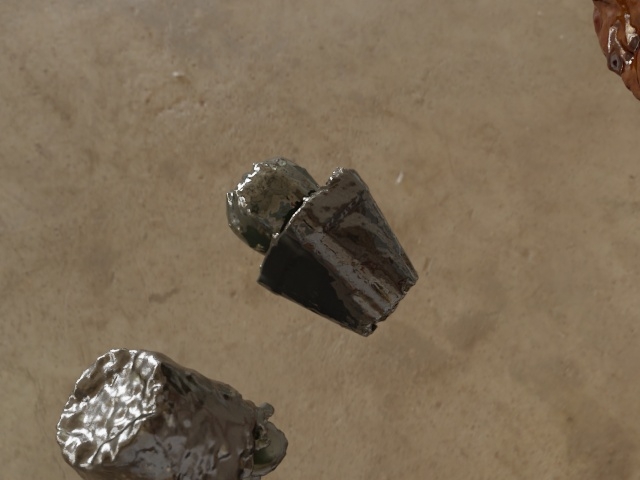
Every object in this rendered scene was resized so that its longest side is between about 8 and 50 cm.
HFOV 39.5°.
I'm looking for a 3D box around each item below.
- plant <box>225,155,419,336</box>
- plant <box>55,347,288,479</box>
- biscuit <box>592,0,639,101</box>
[{"bbox_3d":[0.000,0.000,1.109,0.256,0.164,0.142,41,51,4],"label":"plant"},{"bbox_3d":[-0.187,0.264,1.139,0.188,0.276,0.199,-9,51,38],"label":"plant"},{"bbox_3d":[0.166,-0.119,0.303,0.049,0.192,0.192,-6,55,-30],"label":"biscuit"}]
